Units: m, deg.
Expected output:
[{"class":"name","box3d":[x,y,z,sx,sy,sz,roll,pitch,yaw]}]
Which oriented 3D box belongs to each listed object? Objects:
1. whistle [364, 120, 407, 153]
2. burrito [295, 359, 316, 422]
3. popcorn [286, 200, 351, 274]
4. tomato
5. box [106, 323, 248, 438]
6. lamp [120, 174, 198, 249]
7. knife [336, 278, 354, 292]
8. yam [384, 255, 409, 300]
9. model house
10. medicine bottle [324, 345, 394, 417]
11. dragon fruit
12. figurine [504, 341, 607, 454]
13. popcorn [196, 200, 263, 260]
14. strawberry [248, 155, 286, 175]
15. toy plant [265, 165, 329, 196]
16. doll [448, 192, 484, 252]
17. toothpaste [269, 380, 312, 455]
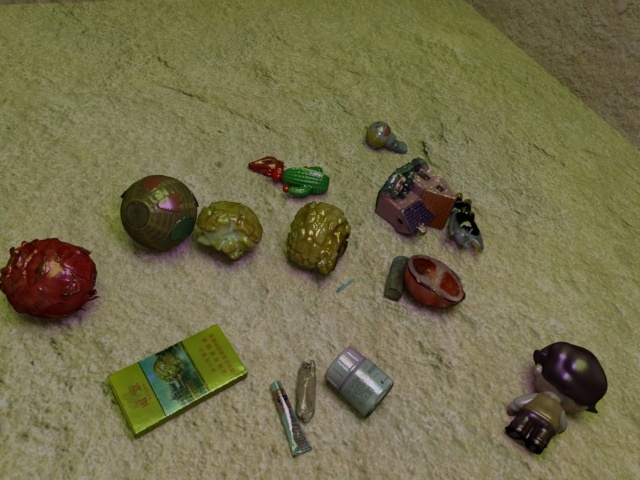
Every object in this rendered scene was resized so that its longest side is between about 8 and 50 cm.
[{"class":"whistle","box3d":[0.295,-0.455,2.249,0.223,0.123,0.122,24,48,-12]},{"class":"burrito","box3d":[-0.041,0.431,1.462,0.058,0.045,0.188,4,51,-1]},{"class":"popcorn","box3d":[0.000,0.000,1.740,0.237,0.206,0.251,-10,64,-39]},{"class":"tomato","box3d":[0.380,0.154,1.751,0.228,0.112,0.199,36,36,7]},{"class":"box","box3d":[-0.395,0.383,1.419,0.335,0.047,0.187,-24,60,-28]},{"class":"lamp","box3d":[-0.514,-0.091,1.679,0.250,0.250,0.284,33,13,14]},{"class":"knife","box3d":[0.085,0.155,1.750,0.014,0.005,0.091,42,55,20]},{"class":"yam","box3d":[0.269,0.128,1.779,0.069,0.068,0.169,22,49,5]},{"class":"model house","box3d":[0.377,-0.151,1.946,0.237,0.202,0.237,-32,63,-33]},{"class":"medicine bottle","box3d":[0.110,0.405,1.464,0.169,0.135,0.135,37,52,19]},{"class":"dragon fruit","box3d":[-0.771,0.107,1.446,0.253,0.240,0.240,-10,53,-35]},{"class":"figurine","box3d":[0.717,0.481,1.548,0.218,0.206,0.365,29,72,39]},{"class":"popcorn","box3d":[-0.304,-0.042,1.706,0.221,0.183,0.204,21,11,-3]},{"class":"strawberry","box3d":[-0.213,-0.305,2.039,0.152,0.048,0.103,-1,48,-19]},{"class":"toy plant","box3d":[-0.082,-0.231,1.980,0.241,0.088,0.154,-8,54,-18]},{"class":"doll","box3d":[0.559,-0.076,1.990,0.145,0.103,0.316,51,33,-28]},{"class":"toothpaste","box3d":[-0.089,0.491,1.410,0.056,0.036,0.205,-14,59,-25]}]
